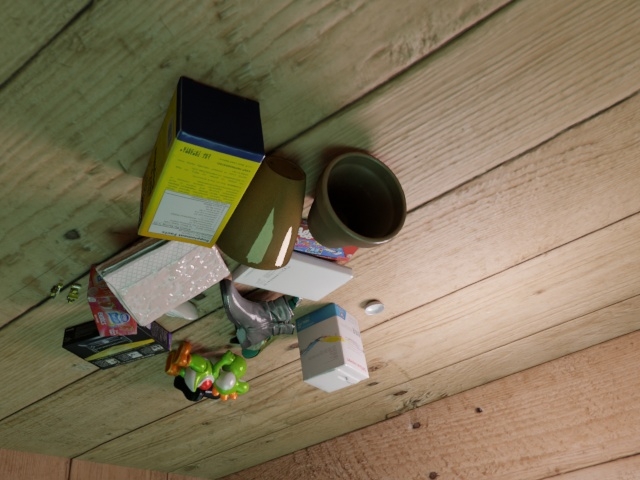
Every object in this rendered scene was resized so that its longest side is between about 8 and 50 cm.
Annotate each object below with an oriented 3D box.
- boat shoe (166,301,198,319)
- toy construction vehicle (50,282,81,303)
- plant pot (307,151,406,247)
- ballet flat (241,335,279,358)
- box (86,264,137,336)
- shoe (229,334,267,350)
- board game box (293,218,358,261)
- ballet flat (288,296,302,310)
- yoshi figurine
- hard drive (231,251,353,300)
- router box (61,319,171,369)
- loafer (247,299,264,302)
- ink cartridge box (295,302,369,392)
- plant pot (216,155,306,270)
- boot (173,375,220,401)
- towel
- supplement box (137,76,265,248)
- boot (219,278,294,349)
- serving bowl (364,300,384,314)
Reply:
[{"bbox_3d":[-0.531,0.247,1.845,0.184,0.066,0.063,22,147,-39],"label":"boat shoe"},{"bbox_3d":[-0.844,0.177,1.694,0.086,0.035,0.098,22,132,-36],"label":"toy construction vehicle"},{"bbox_3d":[0.071,-0.083,1.435,0.263,0.263,0.229,10,157,-25],"label":"plant pot"},{"bbox_3d":[-0.245,0.434,2.151,0.073,0.080,0.232,5,144,-44],"label":"ballet flat"},{"bbox_3d":[-0.679,0.200,1.687,0.122,0.128,0.257,-2,142,-13],"label":"box"},{"bbox_3d":[-0.290,0.400,2.043,0.058,0.077,0.219,16,159,-37],"label":"shoe"},{"bbox_3d":[0.000,0.000,1.677,0.281,0.027,0.145,10,137,-26],"label":"board game box"},{"bbox_3d":[-0.093,0.235,1.956,0.041,0.041,0.114,10,139,-25],"label":"ballet flat"},{"bbox_3d":[-0.463,0.539,2.198,0.362,0.203,0.203,31,88,-24],"label":"yoshi figurine"},{"bbox_3d":[-0.095,0.119,1.772,0.353,0.047,0.233,18,142,-32],"label":"hard drive"},{"bbox_3d":[-0.764,0.379,1.941,0.308,0.081,0.243,-17,143,8],"label":"router box"},{"bbox_3d":[-0.272,0.249,1.926,0.125,0.039,0.045,-1,143,-13],"label":"loafer"},{"bbox_3d":[0.045,0.435,2.057,0.197,0.270,0.198,-27,140,21],"label":"ink cartridge box"},{"bbox_3d":[-0.143,-0.090,1.384,0.237,0.237,0.254,11,124,-27],"label":"plant pot"},{"bbox_3d":[-0.525,0.675,2.319,0.207,0.094,0.246,25,167,-38],"label":"boot"},{"bbox_3d":[-0.464,0.100,1.569,0.331,0.053,0.317,-31,145,-13],"label":"towel"},{"bbox_3d":[-0.298,-0.172,1.237,0.194,0.195,0.356,13,137,-28],"label":"supplement box"},{"bbox_3d":[-0.226,0.238,1.858,0.222,0.118,0.338,-19,132,-5],"label":"boot"},{"bbox_3d":[0.219,0.271,2.087,0.083,0.027,0.083,-7,142,-5],"label":"serving bowl"}]
